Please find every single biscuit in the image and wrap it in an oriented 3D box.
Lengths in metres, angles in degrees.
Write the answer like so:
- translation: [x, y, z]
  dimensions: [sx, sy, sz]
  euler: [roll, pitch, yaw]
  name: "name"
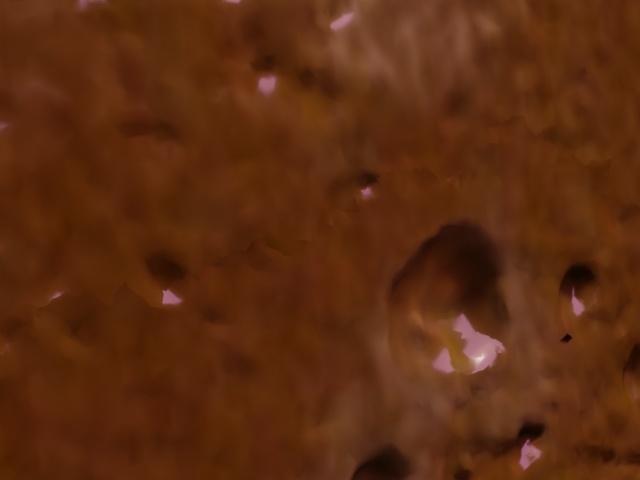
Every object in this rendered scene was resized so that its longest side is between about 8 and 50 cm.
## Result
- translation: [-0.001, 0.000, 0.484]
  dimensions: [0.385, 0.062, 0.365]
  euler: [-12, 96, -39]
  name: "biscuit"
